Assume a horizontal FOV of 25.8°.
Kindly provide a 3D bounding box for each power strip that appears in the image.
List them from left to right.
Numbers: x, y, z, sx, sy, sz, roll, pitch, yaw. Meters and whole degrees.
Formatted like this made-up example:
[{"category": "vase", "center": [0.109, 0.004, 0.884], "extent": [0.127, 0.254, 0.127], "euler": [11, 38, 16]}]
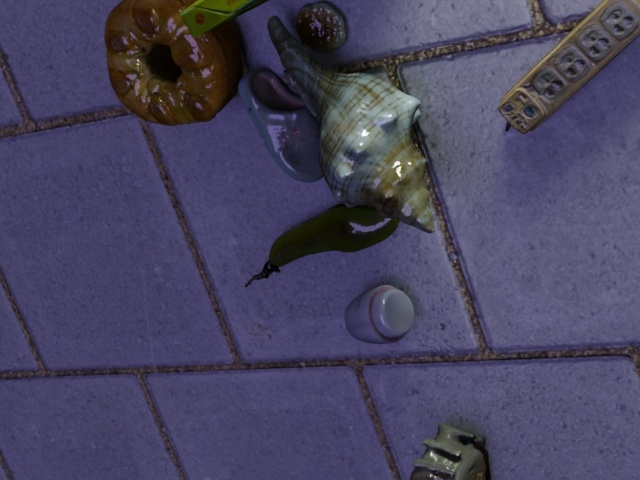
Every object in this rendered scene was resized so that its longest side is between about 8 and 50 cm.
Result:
[{"category": "power strip", "center": [0.332, -0.233, 1.839], "extent": [0.064, 0.044, 0.305], "euler": [46, 133, 0]}]

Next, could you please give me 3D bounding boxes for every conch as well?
[{"category": "conch", "center": [0.061, -0.169, 1.992], "extent": [0.203, 0.169, 0.386], "euler": [86, 164, -68]}]

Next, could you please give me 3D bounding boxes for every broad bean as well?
[{"category": "broad bean", "center": [0.005, -0.004, 2.192], "extent": [0.325, 0.067, 0.075], "euler": [-22, 74, 42]}]

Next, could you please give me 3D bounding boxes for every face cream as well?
[{"category": "face cream", "center": [0.091, 0.118, 2.186], "extent": [0.095, 0.091, 0.091], "euler": [-15, 108, 47]}]

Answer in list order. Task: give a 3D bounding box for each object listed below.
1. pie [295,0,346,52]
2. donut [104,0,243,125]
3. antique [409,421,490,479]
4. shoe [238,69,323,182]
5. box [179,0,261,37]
[{"category": "pie", "center": [0.001, -0.308, 2.028], "extent": [0.084, 0.020, 0.084], "euler": [17, 126, 25]}, {"category": "donut", "center": [-0.224, -0.282, 2.131], "extent": [0.226, 0.114, 0.227], "euler": [17, 126, 25]}, {"category": "antique", "center": [0.208, 0.434, 2.279], "extent": [0.150, 0.125, 0.284], "euler": [16, 125, 25]}, {"category": "shoe", "center": [-0.047, -0.179, 2.098], "extent": [0.195, 0.079, 0.078], "euler": [55, 146, -1]}, {"category": "box", "center": [-0.025, -0.385, 1.886], "extent": [0.335, 0.187, 0.047], "euler": [-24, 100, 41]}]
